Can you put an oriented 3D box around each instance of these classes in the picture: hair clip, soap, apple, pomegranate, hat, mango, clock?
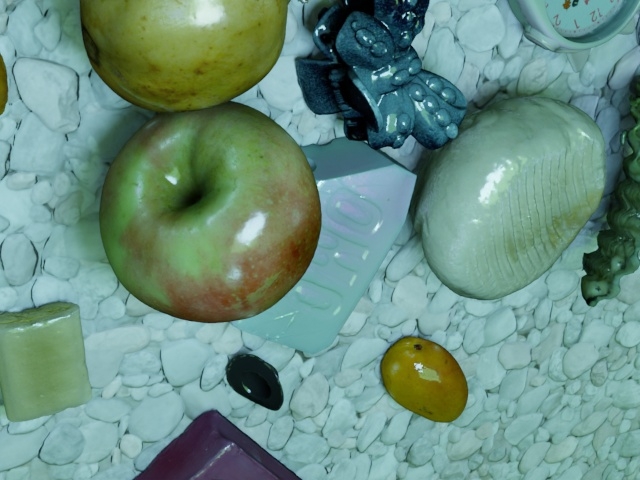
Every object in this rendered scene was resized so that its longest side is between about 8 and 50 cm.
[{"bbox_3d":[0.090,-0.264,1.513,0.206,0.194,0.310,-36,125,-22],"label":"hair clip"},{"bbox_3d":[0.000,0.000,1.629,0.208,0.115,0.346,24,102,-36],"label":"soap"},{"bbox_3d":[-0.148,-0.032,1.416,0.319,0.319,0.277,-47,153,1],"label":"apple"},{"bbox_3d":[-0.154,0.491,1.799,0.233,0.128,0.359,-44,126,-1],"label":"soap"},{"bbox_3d":[-0.176,-0.302,1.278,0.307,0.307,0.307,-13,120,-22],"label":"pomegranate"},{"bbox_3d":[-0.104,0.238,1.732,0.050,0.121,0.121,-50,140,-48],"label":"hat"},{"bbox_3d":[0.206,0.276,1.894,0.141,0.102,0.217,-35,124,0],"label":"mango"},{"bbox_3d":[0.416,-0.439,1.627,0.265,0.108,0.324,-35,127,-9],"label":"clock"}]

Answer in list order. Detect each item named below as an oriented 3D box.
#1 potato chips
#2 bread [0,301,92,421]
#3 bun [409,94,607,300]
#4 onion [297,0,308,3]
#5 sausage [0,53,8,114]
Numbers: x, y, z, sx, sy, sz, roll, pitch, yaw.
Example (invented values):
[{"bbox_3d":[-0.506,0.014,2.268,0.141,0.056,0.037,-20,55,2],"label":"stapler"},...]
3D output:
[{"bbox_3d":[0.551,-0.083,1.786,0.097,0.389,0.373,13,119,12],"label":"potato chips"},{"bbox_3d":[-0.427,0.185,1.529,0.140,0.060,0.178,-11,120,-22],"label":"bread"},{"bbox_3d":[0.299,-0.082,1.684,0.365,0.219,0.365,-22,134,-24],"label":"bun"},{"bbox_3d":[0.060,-0.496,1.381,0.349,0.159,0.267,-43,117,14],"label":"onion"},{"bbox_3d":[-0.556,-0.200,1.231,0.328,0.112,0.112,-3,116,-27],"label":"sausage"}]
